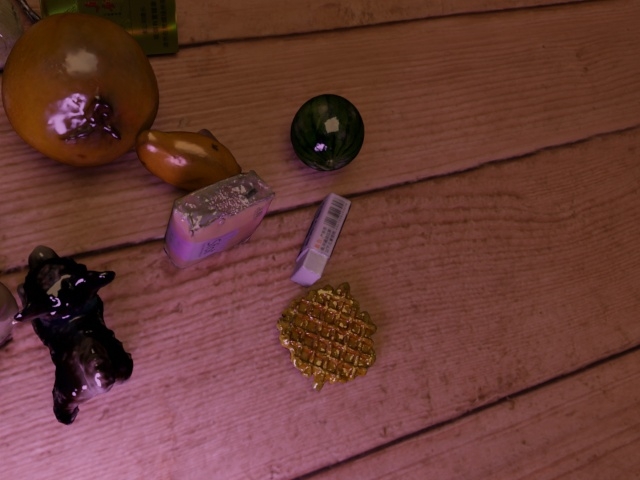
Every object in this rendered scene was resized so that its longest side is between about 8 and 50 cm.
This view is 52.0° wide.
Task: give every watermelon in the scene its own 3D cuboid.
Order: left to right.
[{"bbox_3d":[0.020,-0.260,1.648,0.187,0.188,0.215,-1,59,-18],"label":"watermelon"}]

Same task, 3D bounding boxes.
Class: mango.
[{"bbox_3d":[-0.302,-0.186,1.502,0.262,0.157,0.109,27,53,-33],"label":"mango"}]

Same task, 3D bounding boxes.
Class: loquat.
[{"bbox_3d":[-0.526,-0.339,1.445,0.328,0.329,0.359,-21,44,-23],"label":"loquat"}]

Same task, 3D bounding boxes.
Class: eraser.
[{"bbox_3d":[0.000,0.000,1.592,0.067,0.124,0.210,26,67,-9],"label":"eraser"}]

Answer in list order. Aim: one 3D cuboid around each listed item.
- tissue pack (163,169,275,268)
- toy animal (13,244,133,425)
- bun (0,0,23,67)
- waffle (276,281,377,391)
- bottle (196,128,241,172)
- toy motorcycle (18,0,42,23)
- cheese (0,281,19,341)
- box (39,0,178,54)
[{"bbox_3d":[-0.235,-0.050,1.459,0.215,0.257,0.123,-27,80,-24],"label":"tissue pack"},{"bbox_3d":[-0.482,0.161,1.285,0.194,0.302,0.344,-23,82,-26],"label":"toy animal"},{"bbox_3d":[-0.795,-0.499,1.489,0.220,0.134,0.221,5,72,-16],"label":"bun"},{"bbox_3d":[0.024,0.227,1.562,0.243,0.059,0.238,-21,81,-24],"label":"waffle"},{"bbox_3d":[-0.255,-0.209,1.616,0.053,0.053,0.140,-40,89,-25],"label":"bottle"},{"bbox_3d":[-0.636,-0.662,1.600,0.319,0.241,0.182,59,21,-7],"label":"toy motorcycle"},{"bbox_3d":[-0.750,0.104,1.312,0.286,0.082,0.163,34,33,-4],"label":"cheese"},{"bbox_3d":[-0.504,-0.531,1.585,0.311,0.173,0.043,-10,36,-21],"label":"box"}]
